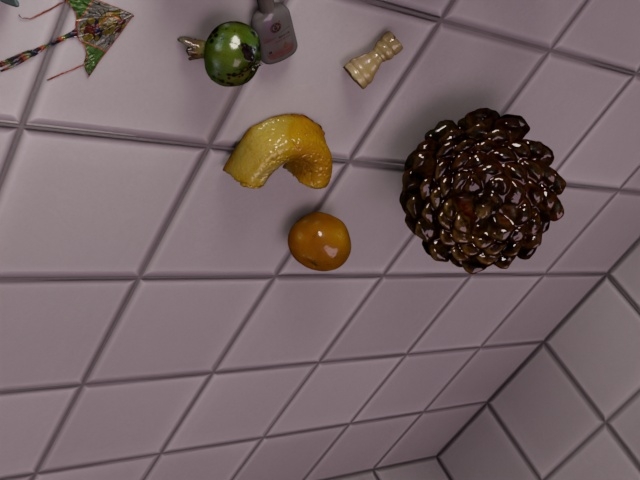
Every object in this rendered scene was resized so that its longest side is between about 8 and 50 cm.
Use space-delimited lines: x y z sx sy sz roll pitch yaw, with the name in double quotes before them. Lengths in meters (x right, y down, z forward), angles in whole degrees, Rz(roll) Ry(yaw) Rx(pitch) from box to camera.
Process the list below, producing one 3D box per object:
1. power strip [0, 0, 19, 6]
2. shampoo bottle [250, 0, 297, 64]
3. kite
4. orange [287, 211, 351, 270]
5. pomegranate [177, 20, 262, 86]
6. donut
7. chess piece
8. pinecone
"power strip" -0.437 -0.452 1.296 0.216 0.044 0.137 -43 145 16
"shampoo bottle" -0.091 -0.405 1.646 0.080 0.040 0.165 -26 147 -7
"kite" -0.429 -0.342 1.479 0.244 0.006 0.198 -24 146 -13
"orange" 0.000 0.000 2.158 0.159 0.159 0.136 60 44 -57
"pomegranate" -0.180 -0.343 1.606 0.161 0.122 0.122 10 141 4
"donut" -0.071 -0.193 1.898 0.259 0.101 0.152 -3 131 -32
"chess piece" 0.112 -0.379 1.832 0.122 0.066 0.066 -42 146 6
"pinecone" 0.390 -0.128 2.143 0.397 0.398 0.398 -22 145 -16
